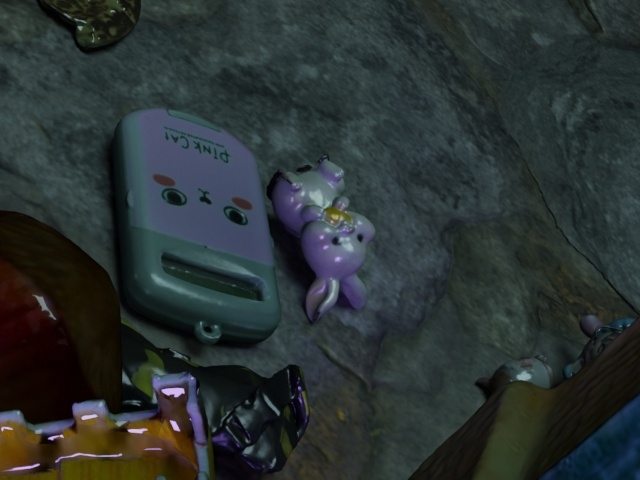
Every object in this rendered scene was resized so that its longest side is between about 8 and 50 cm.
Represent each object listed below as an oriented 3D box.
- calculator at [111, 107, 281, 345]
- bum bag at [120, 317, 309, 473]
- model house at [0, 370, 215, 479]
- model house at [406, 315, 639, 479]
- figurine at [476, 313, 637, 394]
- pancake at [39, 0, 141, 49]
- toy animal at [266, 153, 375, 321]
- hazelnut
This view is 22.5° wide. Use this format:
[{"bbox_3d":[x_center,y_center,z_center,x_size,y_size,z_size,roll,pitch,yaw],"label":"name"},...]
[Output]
[{"bbox_3d":[-0.105,-0.011,1.338,0.141,0.045,0.246,18,42,-29],"label":"calculator"},{"bbox_3d":[-0.111,0.105,1.195,0.232,0.060,0.107,20,32,-21],"label":"bum bag"},{"bbox_3d":[-0.140,0.221,0.916,0.198,0.215,0.224,-9,48,-1],"label":"model house"},{"bbox_3d":[0.227,0.251,1.079,0.334,0.382,0.342,39,30,-1],"label":"model house"},{"bbox_3d":[0.244,0.162,1.456,0.205,0.103,0.260,8,35,15],"label":"figurine"},{"bbox_3d":[-0.246,-0.249,1.476,0.184,0.020,0.190,11,45,-37],"label":"pancake"},{"bbox_3d":[0.003,-0.004,1.398,0.071,0.085,0.124,-8,56,-46],"label":"toy animal"},{"bbox_3d":[-0.216,0.064,1.073,0.170,0.161,0.201,17,12,-25],"label":"hazelnut"}]
